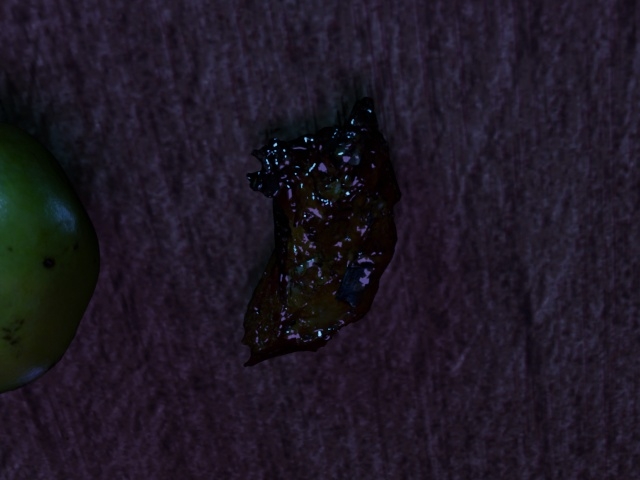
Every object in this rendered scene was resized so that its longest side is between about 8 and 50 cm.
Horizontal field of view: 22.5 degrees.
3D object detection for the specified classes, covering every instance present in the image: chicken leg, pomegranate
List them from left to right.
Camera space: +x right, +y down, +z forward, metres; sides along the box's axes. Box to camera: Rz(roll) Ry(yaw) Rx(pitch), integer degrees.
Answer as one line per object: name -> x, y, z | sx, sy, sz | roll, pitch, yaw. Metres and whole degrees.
pomegranate -> -0.216, 0.020, 1.032 | 0.180, 0.180, 0.209 | -21, 157, 13
chicken leg -> 0.000, 0.000, 1.084 | 0.105, 0.063, 0.234 | 4, 131, -2
